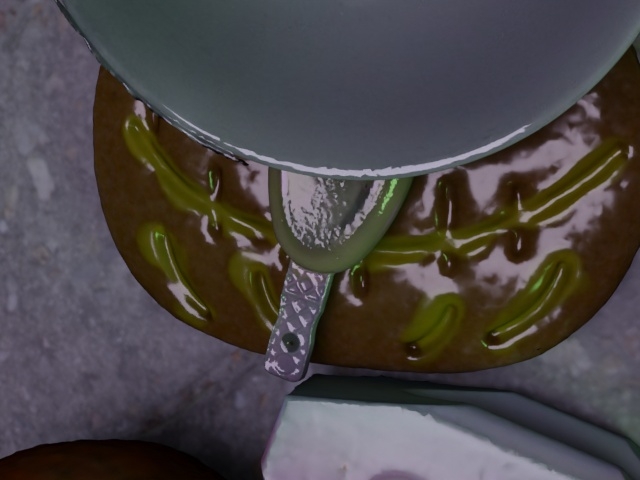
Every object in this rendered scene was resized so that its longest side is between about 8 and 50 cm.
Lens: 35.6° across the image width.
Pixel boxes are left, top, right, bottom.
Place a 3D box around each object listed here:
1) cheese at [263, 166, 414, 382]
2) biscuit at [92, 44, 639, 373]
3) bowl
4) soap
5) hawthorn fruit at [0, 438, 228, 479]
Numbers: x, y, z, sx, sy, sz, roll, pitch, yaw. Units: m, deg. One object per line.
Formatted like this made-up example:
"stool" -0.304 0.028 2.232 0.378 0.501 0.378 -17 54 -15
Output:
"cheese" 0.000 0.000 0.637 0.097 0.037 0.192 18 103 17
"biscuit" 0.019 -0.083 0.679 0.394 0.070 0.350 -2 94 19
"bowl" 0.021 -0.217 0.542 0.345 0.157 0.346 5 121 9
"soap" 0.115 0.202 0.641 0.323 0.109 0.193 23 99 11
"hawthorn fruit" -0.170 0.328 0.618 0.402 0.403 0.403 2 95 19
